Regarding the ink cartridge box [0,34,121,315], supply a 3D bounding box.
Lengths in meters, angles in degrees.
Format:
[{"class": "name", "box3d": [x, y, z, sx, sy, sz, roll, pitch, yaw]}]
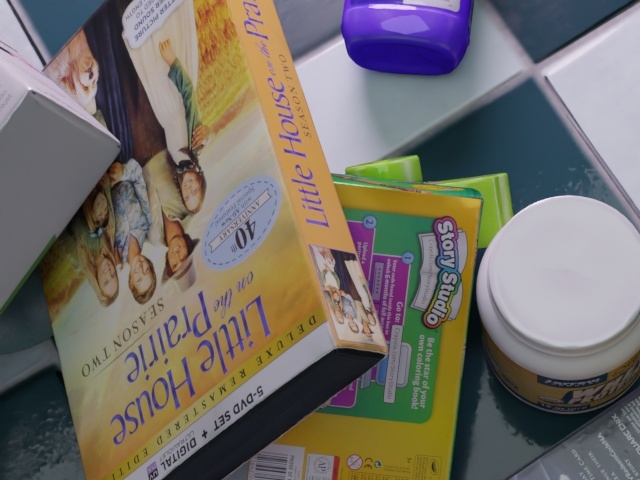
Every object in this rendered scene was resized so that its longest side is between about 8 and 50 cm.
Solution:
[{"class": "ink cartridge box", "box3d": [-0.325, -0.081, 1.447, 0.201, 0.117, 0.278, -54, 45, 3]}]

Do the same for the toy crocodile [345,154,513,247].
[{"class": "toy crocodile", "box3d": [0.000, 0.000, 1.468, 0.340, 0.105, 0.115, -13, 95, 2]}]

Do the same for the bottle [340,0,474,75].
[{"class": "bottle", "box3d": [0.091, -0.294, 1.549, 0.118, 0.092, 0.283, 5, 73, 8]}]

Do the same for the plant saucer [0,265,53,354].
[{"class": "plant saucer", "box3d": [-0.296, 0.006, 1.535, 0.195, 0.037, 0.195, -2, 71, 7]}]

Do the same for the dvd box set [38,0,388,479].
[{"class": "dvd box set", "box3d": [-0.120, -0.017, 1.374, 0.307, 0.062, 0.420, -39, 55, 35]}]

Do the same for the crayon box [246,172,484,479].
[{"class": "crayon box", "box3d": [0.034, 0.088, 1.381, 0.165, 0.081, 0.278, 7, 94, 0]}]

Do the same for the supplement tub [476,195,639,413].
[{"class": "supplement tub", "box3d": [0.199, 0.053, 1.366, 0.144, 0.200, 0.144, -2, 72, 7]}]

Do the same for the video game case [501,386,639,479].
[{"class": "video game case", "box3d": [0.236, 0.257, 1.390, 0.274, 0.026, 0.196, -34, 71, -3]}]
